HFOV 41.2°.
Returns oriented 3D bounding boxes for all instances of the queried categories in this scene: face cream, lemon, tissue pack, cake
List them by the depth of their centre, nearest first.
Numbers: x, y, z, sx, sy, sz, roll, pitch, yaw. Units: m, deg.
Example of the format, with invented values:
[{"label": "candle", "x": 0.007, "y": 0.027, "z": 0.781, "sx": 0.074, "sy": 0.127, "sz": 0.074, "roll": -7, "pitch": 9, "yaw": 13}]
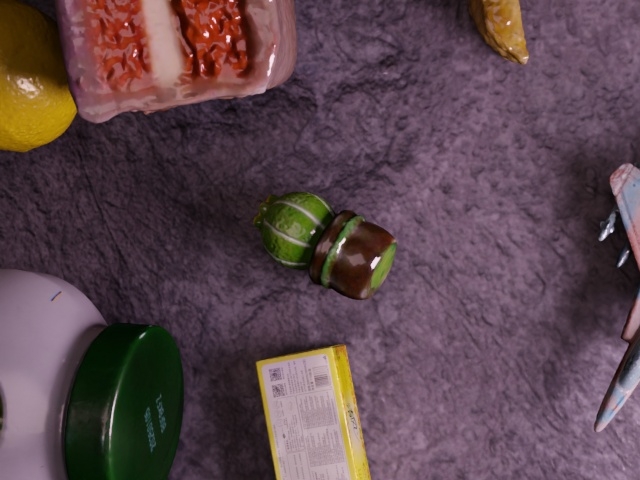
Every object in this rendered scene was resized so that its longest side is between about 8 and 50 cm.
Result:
[{"label": "cake", "x": -0.158, "y": -0.294, "z": 0.920, "sx": 0.236, "sy": 0.230, "sz": 0.309, "roll": -7, "pitch": 105, "yaw": 6}, {"label": "tissue pack", "x": -0.006, "y": 0.213, "z": 0.968, "sx": 0.095, "sy": 0.062, "sz": 0.176, "roll": -13, "pitch": 84, "yaw": 15}, {"label": "face cream", "x": -0.358, "y": 0.189, "z": 0.980, "sx": 0.356, "sy": 0.219, "sz": 0.313, "roll": 3, "pitch": 85, "yaw": 11}, {"label": "lemon", "x": -0.383, "y": -0.202, "z": 1.028, "sx": 0.178, "sy": 0.203, "sz": 0.179, "roll": -10, "pitch": 64, "yaw": 21}]

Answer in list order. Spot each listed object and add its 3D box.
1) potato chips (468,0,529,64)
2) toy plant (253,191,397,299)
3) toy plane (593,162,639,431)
[{"label": "potato chips", "x": 0.203, "y": -0.398, "z": 0.960, "sx": 0.080, "sy": 0.057, "sz": 0.407, "roll": 4, "pitch": 87, "yaw": 1}, {"label": "toy plant", "x": 0.000, "y": 0.000, "z": 0.968, "sx": 0.162, "sy": 0.093, "sz": 0.093, "roll": 25, "pitch": 92, "yaw": 19}, {"label": "toy plane", "x": 0.361, "y": 0.050, "z": 0.866, "sx": 0.222, "sy": 0.104, "sz": 0.326, "roll": 30, "pitch": 98, "yaw": 15}]
